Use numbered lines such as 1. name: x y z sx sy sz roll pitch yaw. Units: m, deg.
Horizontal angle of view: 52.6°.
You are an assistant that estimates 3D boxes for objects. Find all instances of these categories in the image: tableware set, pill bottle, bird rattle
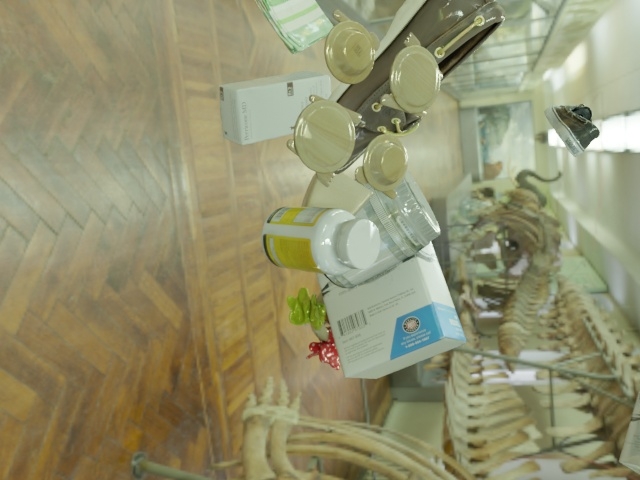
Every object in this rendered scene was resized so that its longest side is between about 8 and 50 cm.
1. tableware set: 0.045 -0.123 0.600 0.141 0.020 0.169 22 85 -34
2. pill bottle: 0.000 0.000 1.012 0.103 0.184 0.103 -6 98 -44
3. bird rattle: 0.030 0.232 1.853 0.207 0.143 0.254 -44 118 -25

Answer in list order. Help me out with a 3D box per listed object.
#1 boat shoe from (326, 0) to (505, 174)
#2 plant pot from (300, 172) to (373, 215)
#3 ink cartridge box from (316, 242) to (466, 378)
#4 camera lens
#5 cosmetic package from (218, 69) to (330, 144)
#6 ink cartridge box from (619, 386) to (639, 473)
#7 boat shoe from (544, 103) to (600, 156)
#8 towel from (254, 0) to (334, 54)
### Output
1. boat shoe: 0.101 -0.197 0.849 0.097 0.324 0.116 50 30 15
2. plant pot: 0.017 -0.066 1.209 0.096 0.109 0.109 -59 -175 -15
3. ink cartridge box: 0.163 0.122 1.670 0.166 0.285 0.395 19 49 -54
4. camera lens: 0.108 -0.033 1.493 0.219 0.274 0.219 53 18 -25
5. cosmetic package: -0.093 -0.284 1.371 0.231 0.085 0.117 -21 121 -32
6. ink cartridge box: 0.459 0.241 0.832 0.109 0.063 0.151 32 73 -21
7. boat shoe: 0.504 -0.235 1.285 0.080 0.076 0.228 49 24 -9
8. towel: -0.102 -0.625 1.585 0.325 0.038 0.248 54 38 -12
